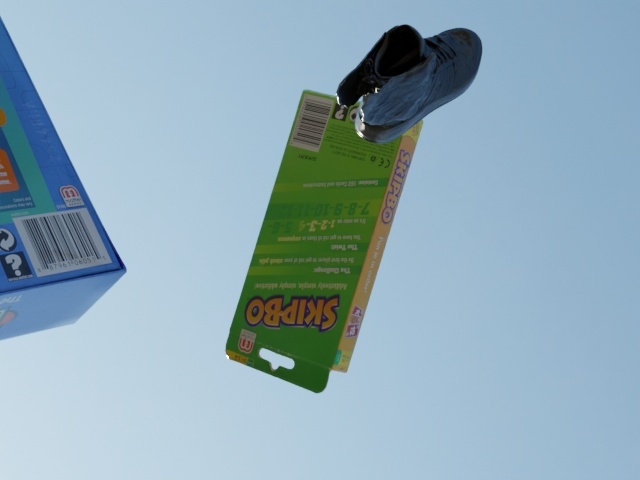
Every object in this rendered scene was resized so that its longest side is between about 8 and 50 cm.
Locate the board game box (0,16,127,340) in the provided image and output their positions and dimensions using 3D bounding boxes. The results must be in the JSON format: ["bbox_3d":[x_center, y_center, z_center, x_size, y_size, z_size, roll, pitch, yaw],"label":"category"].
[{"bbox_3d":[-0.182,-0.056,0.466,0.047,0.160,0.210,-41,-110,40],"label":"board game box"}]

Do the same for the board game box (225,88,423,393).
[{"bbox_3d":[0.000,0.000,1.213,0.124,0.039,0.259,17,-92,37],"label":"board game box"}]

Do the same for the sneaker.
[{"bbox_3d":[0.074,-0.135,1.038,0.051,0.170,0.089,37,-29,20],"label":"sneaker"}]
